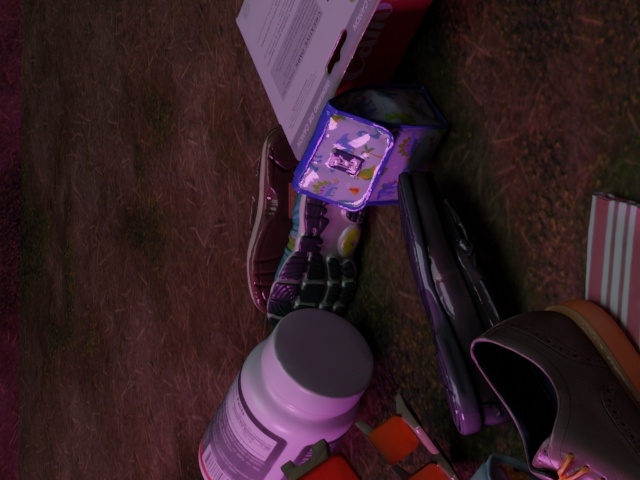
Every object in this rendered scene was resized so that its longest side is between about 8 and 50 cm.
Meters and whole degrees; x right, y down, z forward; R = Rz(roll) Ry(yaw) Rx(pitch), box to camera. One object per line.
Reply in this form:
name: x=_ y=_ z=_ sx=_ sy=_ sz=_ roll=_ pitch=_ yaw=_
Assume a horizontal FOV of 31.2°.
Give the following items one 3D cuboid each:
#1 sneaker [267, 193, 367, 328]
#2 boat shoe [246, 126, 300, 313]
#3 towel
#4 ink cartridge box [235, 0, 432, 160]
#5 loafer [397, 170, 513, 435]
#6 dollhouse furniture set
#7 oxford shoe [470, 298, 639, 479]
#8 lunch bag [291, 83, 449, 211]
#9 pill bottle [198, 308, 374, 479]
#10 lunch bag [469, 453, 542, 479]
sneaker: x=0.000 y=0.000 z=1.496 sx=0.110 sy=0.107 sz=0.275 roll=-106 pitch=31 yaw=-61
boat shoe: x=-0.054 y=-0.029 z=1.585 sx=0.095 sy=0.095 sz=0.257 roll=-148 pitch=66 yaw=-72
towel: x=0.304 y=0.044 z=1.003 sx=0.197 sy=0.029 sz=0.144 roll=24 pitch=116 yaw=58
ink cartridge box: x=0.037 y=-0.285 z=1.341 sx=0.309 sy=0.130 sz=0.272 roll=-62 pitch=39 yaw=43
loafer: x=0.155 y=0.057 z=1.230 sx=0.109 sy=0.095 sz=0.302 roll=79 pitch=179 yaw=-64
dollhouse furniture set: x=0.055 y=0.344 z=1.250 sx=0.259 sy=0.262 sz=0.135 roll=55 pitch=179 yaw=-19
oxford shoe: x=0.251 y=0.207 z=0.968 sx=0.363 sy=0.133 sz=0.130 roll=57 pitch=144 yaw=39
lunch bag: x=0.052 y=-0.107 z=1.311 sx=0.096 sy=0.151 sz=0.129 roll=62 pitch=141 yaw=38
pill bottle: x=-0.045 y=0.224 z=1.499 sx=0.283 sy=0.161 sz=0.161 roll=-60 pitch=43 yaw=43
lunch bag: x=0.184 y=0.369 z=1.056 sx=0.223 sy=0.160 sz=0.262 roll=-59 pitch=27 yaw=35
